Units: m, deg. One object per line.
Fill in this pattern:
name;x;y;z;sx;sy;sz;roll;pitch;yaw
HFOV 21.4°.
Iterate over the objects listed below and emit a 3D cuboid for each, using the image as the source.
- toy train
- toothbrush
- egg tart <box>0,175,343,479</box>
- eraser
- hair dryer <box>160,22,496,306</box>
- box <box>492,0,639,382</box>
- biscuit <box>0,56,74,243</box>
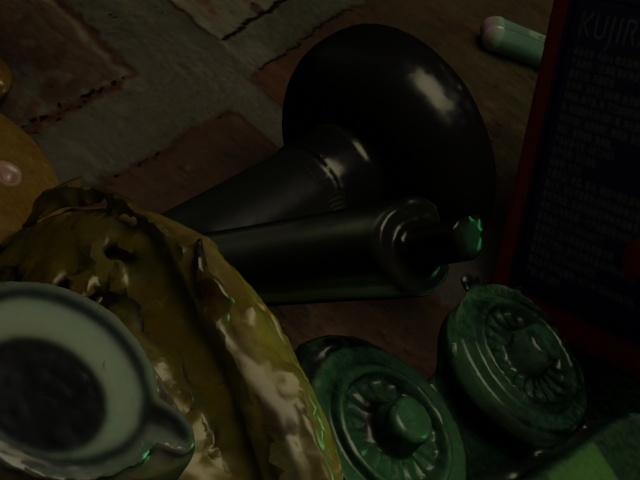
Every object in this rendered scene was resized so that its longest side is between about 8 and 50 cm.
toy train;0.062;0.157;0.850;0.299;0.167;0.238;-20;73;-48
toothbrush;0.280;-0.112;1.347;0.342;0.030;0.025;17;39;-15
egg tart;-0.094;0.112;0.709;0.095;0.279;0.279;-11;57;-42
eraser;-0.177;0.130;0.619;0.171;0.290;0.087;10;47;-26
hair dryer;0.015;0.008;0.913;0.284;0.156;0.320;7;30;37
box;0.338;-0.023;1.015;0.318;0.257;0.348;5;11;-27
biscuit;-0.240;-0.061;0.961;0.184;0.035;0.249;-19;63;-43
